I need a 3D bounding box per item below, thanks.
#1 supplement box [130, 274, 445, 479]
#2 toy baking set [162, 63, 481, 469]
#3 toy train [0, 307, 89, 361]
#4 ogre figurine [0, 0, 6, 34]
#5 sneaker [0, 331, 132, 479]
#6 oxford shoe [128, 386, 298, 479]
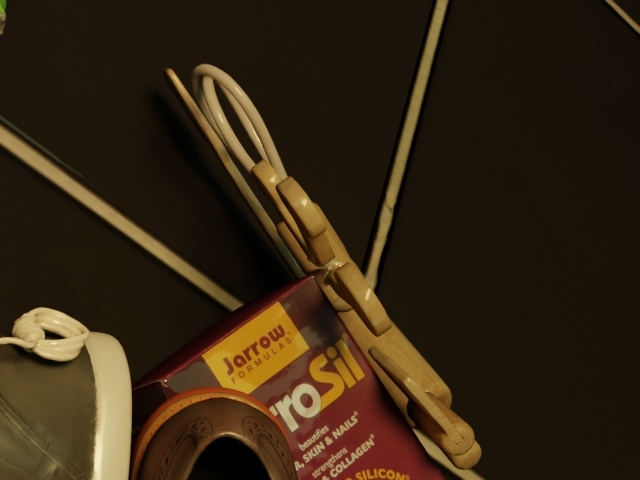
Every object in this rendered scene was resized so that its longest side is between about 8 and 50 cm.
[{"bbox_3d":[-0.007,0.126,0.732,0.104,0.081,0.188,-35,94,-34],"label":"supplement box"},{"bbox_3d":[0.003,0.005,0.768,0.256,0.030,0.197,49,-10,48],"label":"toy baking set"},{"bbox_3d":[-0.173,-0.004,0.610,0.166,0.046,0.125,31,27,28],"label":"toy train"},{"bbox_3d":[-0.195,-0.162,0.716,0.118,0.097,0.197,21,39,-23],"label":"ogre figurine"},{"bbox_3d":[-0.156,0.168,0.573,0.146,0.104,0.296,11,64,-27],"label":"sneaker"},{"bbox_3d":[-0.040,0.199,0.617,0.096,0.098,0.271,-7,90,-9],"label":"oxford shoe"}]
